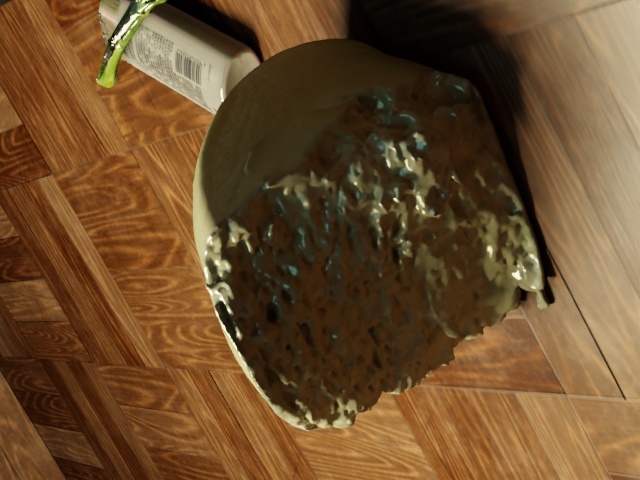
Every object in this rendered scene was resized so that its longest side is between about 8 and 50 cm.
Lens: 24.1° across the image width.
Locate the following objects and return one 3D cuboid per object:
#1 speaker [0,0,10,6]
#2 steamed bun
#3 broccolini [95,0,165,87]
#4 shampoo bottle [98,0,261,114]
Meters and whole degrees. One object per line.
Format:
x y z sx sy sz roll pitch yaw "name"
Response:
-0.319 -0.375 1.424 0.254 0.232 0.184 40 150 30 "speaker"
0.000 0.000 1.264 0.273 0.272 0.290 32 142 43 "steamed bun"
-0.176 -0.227 1.486 0.239 0.054 0.051 128 151 -45 "broccolini"
-0.145 -0.194 1.537 0.227 0.056 0.086 32 139 42 "shampoo bottle"
